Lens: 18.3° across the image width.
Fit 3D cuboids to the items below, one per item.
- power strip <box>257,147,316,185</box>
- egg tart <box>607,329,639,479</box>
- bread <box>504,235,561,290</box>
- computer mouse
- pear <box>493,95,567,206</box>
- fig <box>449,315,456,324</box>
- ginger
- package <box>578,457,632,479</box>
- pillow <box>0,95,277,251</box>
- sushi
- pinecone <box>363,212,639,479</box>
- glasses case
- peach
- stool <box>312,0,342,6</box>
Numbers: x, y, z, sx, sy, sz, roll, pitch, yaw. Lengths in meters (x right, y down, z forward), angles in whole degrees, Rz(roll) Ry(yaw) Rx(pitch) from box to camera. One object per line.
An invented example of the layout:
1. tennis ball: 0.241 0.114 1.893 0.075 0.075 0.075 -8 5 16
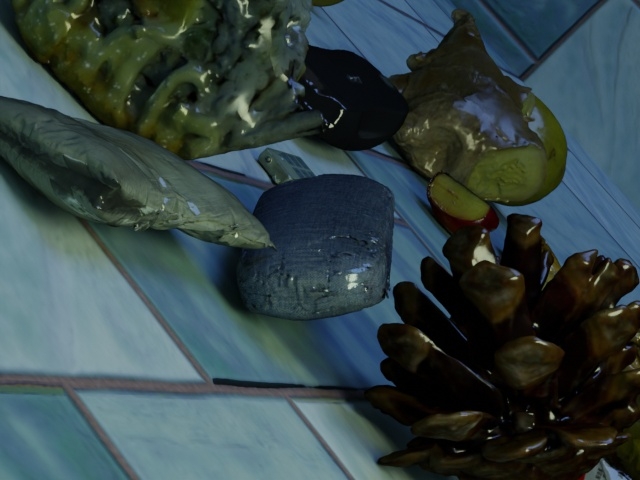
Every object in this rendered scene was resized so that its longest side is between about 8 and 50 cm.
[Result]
1. power strip: -0.027 -0.061 1.798 0.040 0.016 0.090 51 13 17
2. egg tart: 0.374 0.208 1.993 0.341 0.129 0.341 41 13 -12
3. bread: 0.252 0.027 2.322 0.072 0.053 0.106 45 7 -19
4. computer mouse: 0.010 -0.144 2.033 0.122 0.073 0.217 48 19 20
5. pear: 0.236 -0.119 2.507 0.162 0.149 0.149 32 19 -32
6. fig: 0.155 0.097 1.779 0.084 0.082 0.098 113 -45 -67
7. ginger: 0.162 -0.166 2.377 0.219 0.123 0.270 6 40 -17
8. package: 0.239 0.260 1.495 0.239 0.030 0.154 54 31 -14
9. pillow: -0.132 -0.044 1.325 0.148 0.050 0.230 39 9 25
10. sushi: -0.108 -0.171 1.503 0.274 0.184 0.139 46 14 -6
11. pinecone: 0.136 0.085 1.427 0.203 0.201 0.229 18 -9 -9
12. glasses case: 0.000 0.000 1.501 0.282 0.109 0.067 -77 165 -76
13. peach: 0.152 -0.035 2.194 0.083 0.050 0.077 51 -13 -21
14. stool: -0.006 -0.378 2.612 0.110 0.135 0.134 -120 -154 -56
